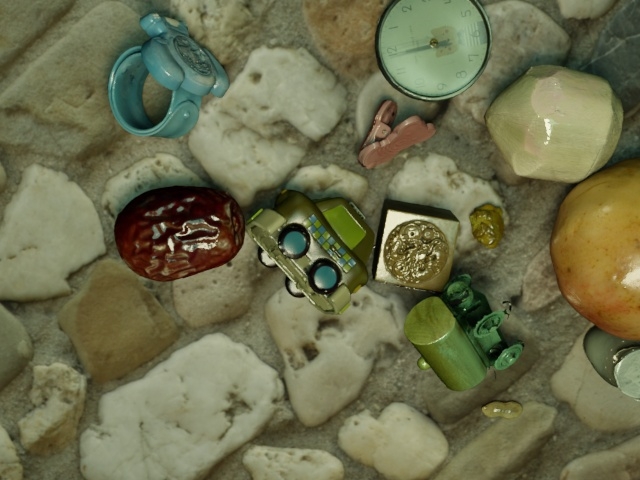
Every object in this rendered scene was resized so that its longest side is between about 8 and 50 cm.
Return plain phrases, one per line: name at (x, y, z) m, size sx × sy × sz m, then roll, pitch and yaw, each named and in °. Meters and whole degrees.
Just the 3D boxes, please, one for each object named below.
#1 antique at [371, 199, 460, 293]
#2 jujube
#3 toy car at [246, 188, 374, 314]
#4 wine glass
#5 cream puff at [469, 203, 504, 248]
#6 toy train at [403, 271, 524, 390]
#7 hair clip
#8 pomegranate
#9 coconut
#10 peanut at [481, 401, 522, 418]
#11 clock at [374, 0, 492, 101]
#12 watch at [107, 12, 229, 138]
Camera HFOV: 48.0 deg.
antique at (0.180, 0.013, 1.384) m, size 0.146 × 0.148 × 0.152 m, roll 9°, pitch 101°, yaw -1°
jujube at (-0.274, -0.016, 1.376) m, size 0.243 × 0.183 × 0.184 m, roll -7°, pitch 98°, yaw 15°
toy car at (0.000, 0.000, 1.388) m, size 0.198 × 0.204 × 0.248 m, roll -45°, pitch 97°, yaw -16°
wine glass at (0.577, 0.224, 1.374) m, size 0.111 × 0.204 × 0.111 m, roll 1°, pitch 100°, yaw 3°
cream puff at (0.329, -0.027, 1.421) m, size 0.058 × 0.083 × 0.083 m, roll -17°, pitch 115°, yaw 44°
toy train at (0.273, 0.191, 1.353) m, size 0.189 × 0.307 × 0.126 m, roll -45°, pitch 51°, yaw -5°
hair clip at (0.140, -0.190, 1.378) m, size 0.102 × 0.123 × 0.138 m, roll 29°, pitch 94°, yaw 26°
pomegranate at (0.567, 0.017, 1.301) m, size 0.337 × 0.338 × 0.339 m, roll 0°, pitch 99°, yaw 2°
coconut at (0.418, -0.216, 1.312) m, size 0.233 × 0.224 × 0.224 m, roll 19°, pitch 99°, yaw 2°
peanut at (0.375, 0.349, 1.485) m, size 0.083 × 0.037 × 0.037 m, roll 3°, pitch 99°, yaw 7°
clock at (0.216, -0.380, 1.374) m, size 0.225 × 0.049 × 0.226 m, roll 0°, pitch 98°, yaw 1°
watch at (-0.304, -0.295, 1.353) m, size 0.193 × 0.211 × 0.211 m, roll -37°, pitch 96°, yaw 25°
